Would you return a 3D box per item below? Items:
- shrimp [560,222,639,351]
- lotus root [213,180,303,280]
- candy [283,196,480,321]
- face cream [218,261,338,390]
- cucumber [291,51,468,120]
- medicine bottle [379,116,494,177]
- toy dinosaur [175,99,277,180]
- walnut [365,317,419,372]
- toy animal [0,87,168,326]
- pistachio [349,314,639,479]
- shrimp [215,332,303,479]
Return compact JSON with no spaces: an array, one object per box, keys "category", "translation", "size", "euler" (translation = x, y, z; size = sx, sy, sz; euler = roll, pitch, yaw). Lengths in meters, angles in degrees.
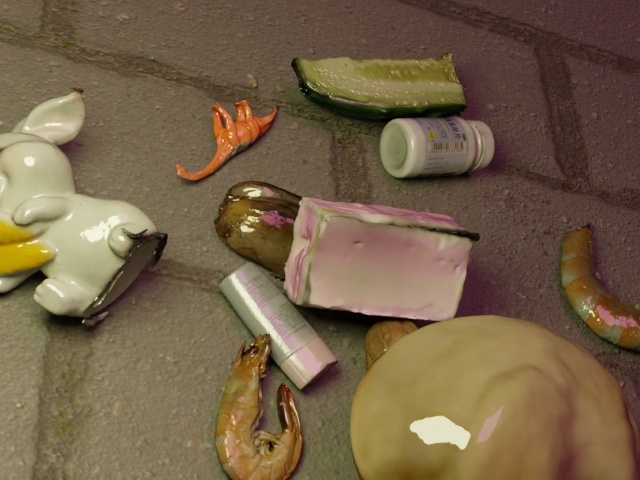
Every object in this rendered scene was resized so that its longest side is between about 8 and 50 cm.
[{"category":"shrimp","translation":[0.503,0.098,2.157],"size":[0.185,0.068,0.287],"euler":[-16,55,-42]},{"category":"lotus root","translation":[0.001,0.000,1.919],"size":[0.329,0.078,0.167],"euler":[22,50,-14]},{"category":"candy","translation":[0.088,0.031,1.832],"size":[0.265,0.155,0.116],"euler":[6,16,-24]},{"category":"face cream","translation":[-0.063,0.124,1.801],"size":[0.084,0.057,0.198],"euler":[-31,77,-40]},{"category":"cucumber","translation":[0.096,-0.259,2.155],"size":[0.325,0.105,0.145],"euler":[-3,60,-29]},{"category":"medicine bottle","translation":[0.203,-0.162,2.142],"size":[0.187,0.103,0.102],"euler":[-5,59,-32]},{"category":"toy dinosaur","translation":[-0.147,-0.173,1.978],"size":[0.280,0.055,0.101],"euler":[-27,95,-43]},{"category":"walnut","translation":[0.113,0.170,1.840],"size":[0.105,0.105,0.124],"euler":[6,39,-27]},{"category":"toy animal","translation":[-0.364,-0.049,1.681],"size":[0.310,0.182,0.247],"euler":[42,41,12]},{"category":"pistachio","translation":[0.241,0.279,1.702],"size":[0.446,0.281,0.365],"euler":[-2,69,-27]},{"category":"shrimp","translation":[-0.078,0.237,1.706],"size":[0.133,0.053,0.236],"euler":[16,53,-16]}]
